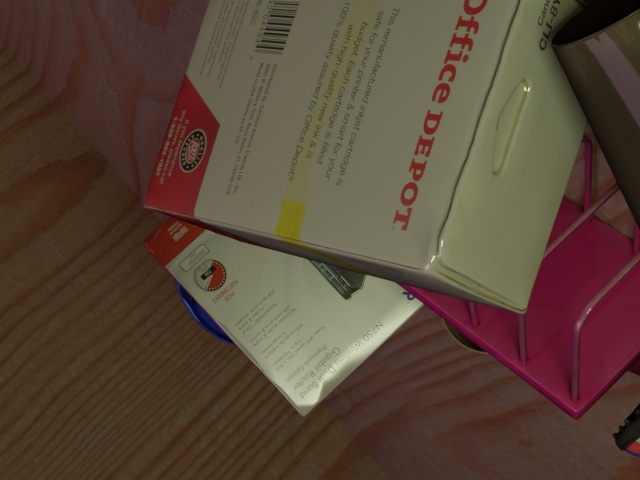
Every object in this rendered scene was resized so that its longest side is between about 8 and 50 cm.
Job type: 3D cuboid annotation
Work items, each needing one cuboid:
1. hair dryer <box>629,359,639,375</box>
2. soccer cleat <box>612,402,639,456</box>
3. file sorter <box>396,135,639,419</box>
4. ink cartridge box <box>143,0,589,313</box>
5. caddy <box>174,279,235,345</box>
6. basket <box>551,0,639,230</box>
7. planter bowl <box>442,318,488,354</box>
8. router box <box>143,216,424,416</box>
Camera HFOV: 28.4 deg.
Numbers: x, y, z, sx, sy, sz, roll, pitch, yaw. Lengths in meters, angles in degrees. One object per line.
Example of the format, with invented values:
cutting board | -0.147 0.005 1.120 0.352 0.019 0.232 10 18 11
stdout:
hair dryer | 0.401 0.163 1.429 0.293 0.080 0.223 39 162 28
soccer cleat | 0.397 0.136 1.150 0.116 0.108 0.318 48 132 5
file sorter | 0.217 -0.009 1.299 0.290 0.202 0.182 38 158 31
ink cartridge box | 0.045 -0.112 1.191 0.384 0.279 0.160 14 173 44
caddy | -0.036 0.023 1.790 0.179 0.341 0.241 164 99 -65
basket | 0.296 -0.095 1.002 0.227 0.154 0.204 56 161 -13
planter bowl | 0.239 0.070 1.532 0.162 0.162 0.109 33 -175 41
router box | 0.000 0.000 1.612 0.301 0.335 0.082 47 178 2
